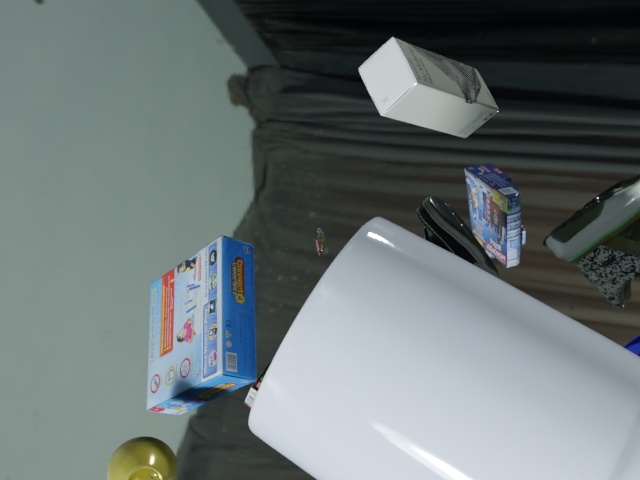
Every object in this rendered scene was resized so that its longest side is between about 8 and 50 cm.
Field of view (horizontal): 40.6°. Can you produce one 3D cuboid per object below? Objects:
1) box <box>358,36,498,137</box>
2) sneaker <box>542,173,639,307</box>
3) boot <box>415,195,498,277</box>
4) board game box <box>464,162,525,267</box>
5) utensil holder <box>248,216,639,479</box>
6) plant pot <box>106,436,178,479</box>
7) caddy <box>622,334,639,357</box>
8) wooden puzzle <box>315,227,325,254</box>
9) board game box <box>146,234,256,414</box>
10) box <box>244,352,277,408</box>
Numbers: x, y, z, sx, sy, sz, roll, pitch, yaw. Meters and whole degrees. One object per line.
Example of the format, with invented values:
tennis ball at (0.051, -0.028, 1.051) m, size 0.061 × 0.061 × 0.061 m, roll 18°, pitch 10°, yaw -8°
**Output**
box at (0.203, -0.274, 1.583) m, size 0.275 × 0.094 × 0.113 m, roll 4°, pitch 55°, yaw -49°
sneaker at (0.522, -0.036, 1.209) m, size 0.158 × 0.410 × 0.182 m, roll -32°, pitch 86°, yaw -48°
boot at (0.142, 0.045, 1.214) m, size 0.236 × 0.178 × 0.085 m, roll 40°, pitch 17°, yaw -56°
board game box at (0.353, -0.031, 1.723) m, size 0.194 × 0.060 × 0.194 m, roll -124°, pitch -155°, yaw -63°
utensil holder at (0.156, 0.194, 1.002) m, size 0.328 × 0.385 × 0.327 m, roll -57°, pitch 169°, yaw -17°
plant pot at (-0.328, 0.441, 1.607) m, size 0.095 × 0.134 × 0.134 m, roll 179°, pitch -81°, yaw -75°
caddy at (0.753, 0.295, 1.856) m, size 0.241 × 0.179 × 0.341 m, roll -34°, pitch 171°, yaw -37°
wooden puzzle at (0.000, 0.000, 2.494) m, size 0.083 × 0.006 × 0.049 m, roll 78°, pitch 28°, yaw -43°
board game box at (-0.260, 0.189, 1.864) m, size 0.086 × 0.302 × 0.308 m, roll 17°, pitch 58°, yaw -35°
box at (-0.068, 0.230, 1.675) m, size 0.207 × 0.036 × 0.114 m, roll -52°, pitch 174°, yaw -28°
